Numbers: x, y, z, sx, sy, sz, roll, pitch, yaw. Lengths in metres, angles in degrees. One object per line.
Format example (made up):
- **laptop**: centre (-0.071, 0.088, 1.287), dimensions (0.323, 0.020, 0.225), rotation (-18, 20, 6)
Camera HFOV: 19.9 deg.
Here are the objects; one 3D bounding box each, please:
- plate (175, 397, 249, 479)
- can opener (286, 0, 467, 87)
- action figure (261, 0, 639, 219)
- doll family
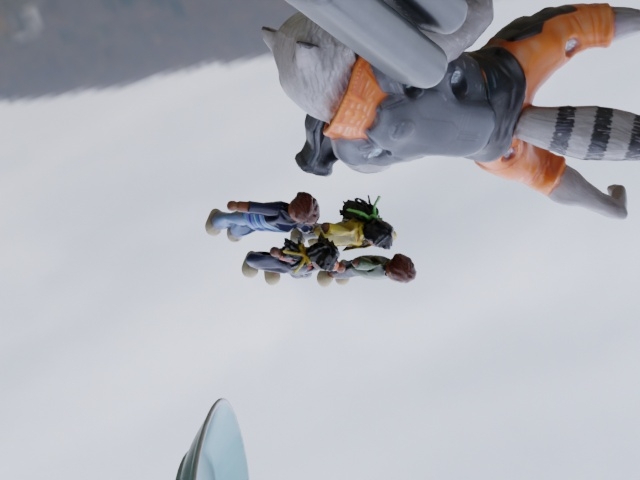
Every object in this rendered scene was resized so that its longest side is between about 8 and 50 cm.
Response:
- **plate**: centre (-0.067, 0.188, 1.084), dimensions (0.024, 0.188, 0.188), rotation (-2, -164, 8)
- **can opener**: centre (0.017, -0.154, 1.018), dimensions (0.093, 0.074, 0.280), rotation (20, 174, 28)
- **action figure**: centre (0.123, -0.146, 1.356), dimensions (0.330, 0.341, 0.178), rotation (2, -141, -20)
- **doll family**: centre (0.000, 0.000, 1.466), dimensions (0.193, 0.076, 0.111), rotation (1, 178, -40)
